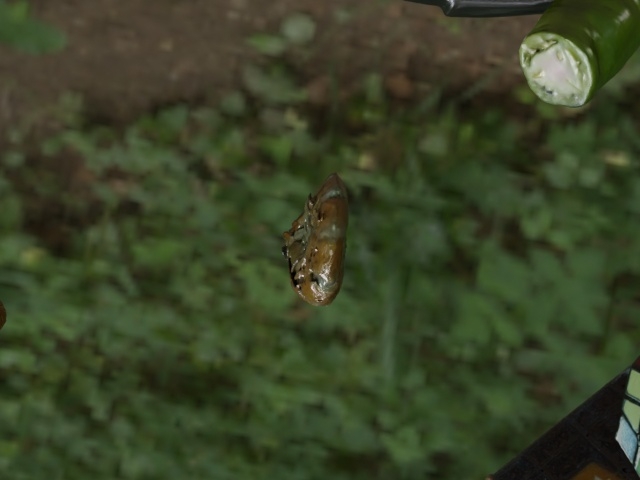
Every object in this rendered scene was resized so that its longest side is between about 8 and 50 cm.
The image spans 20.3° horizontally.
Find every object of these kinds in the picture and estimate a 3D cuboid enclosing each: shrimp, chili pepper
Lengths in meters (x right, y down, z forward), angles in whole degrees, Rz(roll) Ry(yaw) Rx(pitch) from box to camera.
[{"bbox_3d":[0.000,0.000,1.240,0.043,0.091,0.184,9,178,-8],"label":"shrimp"},{"bbox_3d":[0.139,-0.127,0.808,0.052,0.050,0.201,20,-139,10],"label":"chili pepper"}]

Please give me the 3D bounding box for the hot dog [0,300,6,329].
[{"bbox_3d":[-0.356,0.085,1.617,0.071,0.045,0.165,3,-164,33],"label":"hot dog"}]

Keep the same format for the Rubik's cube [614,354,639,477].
[{"bbox_3d":[0.228,0.097,0.977,0.133,0.133,0.112,7,134,48],"label":"Rubik's cube"}]

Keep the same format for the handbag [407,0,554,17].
[{"bbox_3d":[0.103,-0.250,0.991,0.308,0.253,0.093,-3,171,-8],"label":"handbag"}]

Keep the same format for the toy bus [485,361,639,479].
[{"bbox_3d":[0.334,0.222,1.695,0.194,0.323,0.162,44,167,42],"label":"toy bus"}]
